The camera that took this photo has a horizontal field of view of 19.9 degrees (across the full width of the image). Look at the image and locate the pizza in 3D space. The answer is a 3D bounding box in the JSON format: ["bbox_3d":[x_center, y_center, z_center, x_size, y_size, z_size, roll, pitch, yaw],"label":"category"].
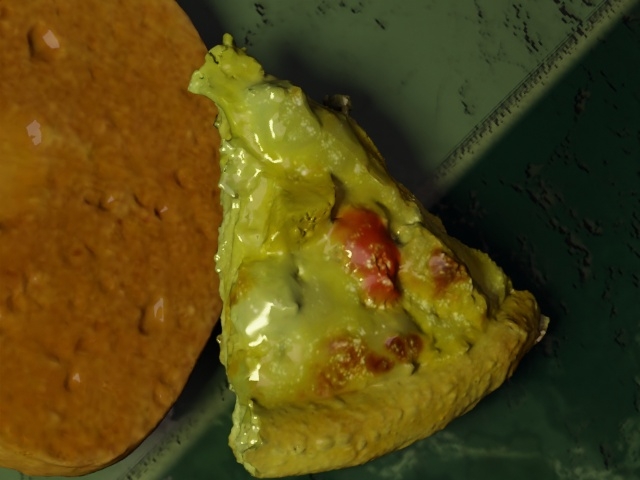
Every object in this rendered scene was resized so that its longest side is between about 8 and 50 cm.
[{"bbox_3d":[0.000,0.000,1.148,0.280,0.075,0.287,-33,94,-38],"label":"pizza"}]

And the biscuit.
[{"bbox_3d":[-0.221,-0.045,1.080,0.455,0.078,0.349,19,68,-33],"label":"biscuit"}]
